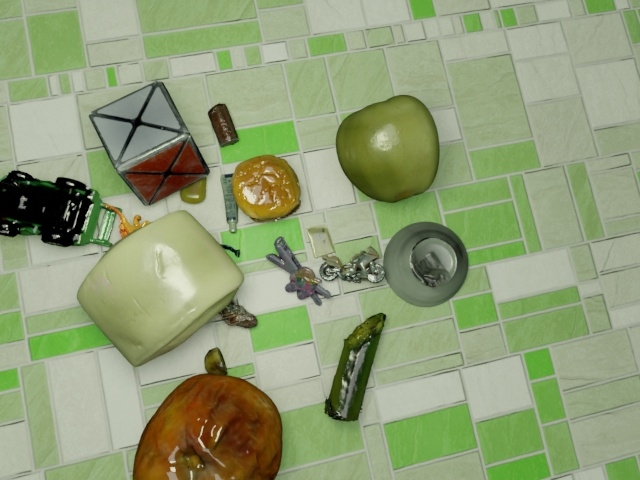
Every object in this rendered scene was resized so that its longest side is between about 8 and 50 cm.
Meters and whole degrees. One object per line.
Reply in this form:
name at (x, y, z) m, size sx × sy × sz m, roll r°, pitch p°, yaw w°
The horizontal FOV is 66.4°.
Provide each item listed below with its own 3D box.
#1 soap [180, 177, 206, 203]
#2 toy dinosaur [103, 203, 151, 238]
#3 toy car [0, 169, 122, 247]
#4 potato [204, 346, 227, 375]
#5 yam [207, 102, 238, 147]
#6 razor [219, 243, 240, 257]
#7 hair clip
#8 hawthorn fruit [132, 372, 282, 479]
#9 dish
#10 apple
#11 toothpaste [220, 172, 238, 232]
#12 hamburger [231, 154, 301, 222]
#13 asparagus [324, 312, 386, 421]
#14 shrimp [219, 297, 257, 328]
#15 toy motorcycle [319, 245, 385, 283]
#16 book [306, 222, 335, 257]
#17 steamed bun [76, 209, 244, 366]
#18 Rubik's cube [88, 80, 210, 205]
soap at (-0.441, -0.195, 1.701) m, size 0.089 × 0.045 × 0.140 m, roll 2°, pitch 79°, yaw -9°
toy dinosaur at (-0.603, -0.017, 1.633) m, size 0.288 × 0.070 × 0.117 m, roll 27°, pitch 88°, yaw -21°
toy car at (-0.862, -0.090, 1.586) m, size 0.358 × 0.176 × 0.213 m, roll 10°, pitch 80°, yaw -1°
potato at (-0.349, 0.405, 1.604) m, size 0.066 × 0.103 × 0.096 m, roll -24°, pitch 84°, yaw -11°
yam at (-0.343, -0.404, 1.726) m, size 0.079 × 0.079 × 0.141 m, roll -22°, pitch 86°, yaw -8°
razor at (-0.353, 0.025, 1.692) m, size 0.154 × 0.044 × 0.028 m, roll 10°, pitch 52°, yaw -2°
hair clip at (-0.087, 0.114, 1.679) m, size 0.137 × 0.090 × 0.278 m, roll -41°, pitch 85°, yaw 25°
hawthorn fruit at (-0.309, 0.615, 1.418) m, size 0.471 × 0.472 × 0.472 m, roll 1°, pitch 82°, yaw -6°
dish at (0.385, 0.078, 1.721) m, size 0.316 × 0.106 × 0.316 m, roll 1°, pitch 83°, yaw -6°
apple at (0.223, -0.302, 1.636) m, size 0.357 × 0.357 × 0.357 m, roll 1°, pitch 82°, yaw -6°
toothpaste at (-0.312, -0.132, 1.712) m, size 0.062 × 0.037 × 0.216 m, roll -6°, pitch 79°, yaw -6°
hamburger at (-0.179, -0.177, 1.667) m, size 0.244 × 0.163 × 0.244 m, roll 1°, pitch 80°, yaw -6°
asparagus at (0.119, 0.414, 1.651) m, size 0.128 × 0.108 × 0.382 m, roll 18°, pitch 79°, yaw -2°
shrimp at (-0.299, 0.240, 1.650) m, size 0.190 × 0.075 × 0.073 m, roll 30°, pitch 113°, yaw 9°
toy motorcycle at (0.111, 0.082, 1.706) m, size 0.229 × 0.094 × 0.130 m, roll 2°, pitch 77°, yaw 7°
book at (0.000, 0.000, 1.737) m, size 0.077 × 0.014 × 0.111 m, roll -17°, pitch 85°, yaw -8°
steamed bun at (-0.501, 0.147, 1.484) m, size 0.456 × 0.290 × 0.371 m, roll -41°, pitch 93°, yaw 11°
Rubik's cube at (-0.540, -0.310, 1.578) m, size 0.255 × 0.259 × 0.260 m, roll -30°, pitch 72°, yaw -10°
